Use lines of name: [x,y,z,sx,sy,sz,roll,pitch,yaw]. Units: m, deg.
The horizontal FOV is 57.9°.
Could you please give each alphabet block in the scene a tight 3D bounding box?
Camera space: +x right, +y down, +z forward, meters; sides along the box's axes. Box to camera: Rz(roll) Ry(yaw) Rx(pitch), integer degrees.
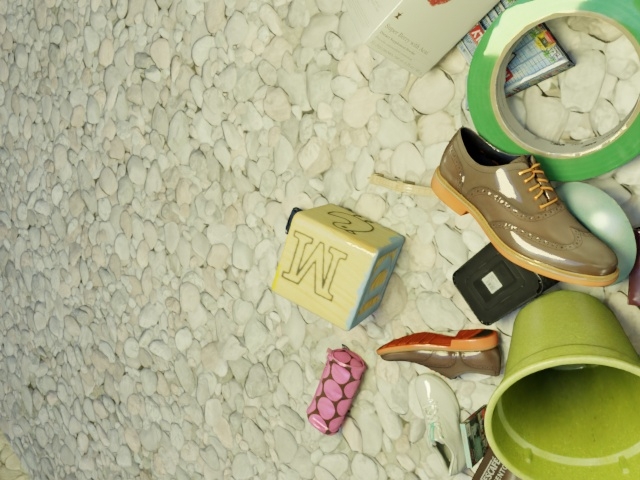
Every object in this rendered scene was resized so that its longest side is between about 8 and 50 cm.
alphabet block: [0.040,0.051,1.254,0.197,0.192,0.193,26,108,19]

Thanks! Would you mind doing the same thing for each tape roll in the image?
tape roll: [0.414,-0.263,0.970,0.321,0.077,0.321,14,119,26]

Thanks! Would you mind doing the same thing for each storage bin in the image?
storage bin: [0.346,0.064,1.075,0.122,0.084,0.180,58,144,16]

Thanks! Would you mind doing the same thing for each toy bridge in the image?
toy bridge: [0.179,-0.115,1.228,0.188,0.063,0.026,17,105,33]

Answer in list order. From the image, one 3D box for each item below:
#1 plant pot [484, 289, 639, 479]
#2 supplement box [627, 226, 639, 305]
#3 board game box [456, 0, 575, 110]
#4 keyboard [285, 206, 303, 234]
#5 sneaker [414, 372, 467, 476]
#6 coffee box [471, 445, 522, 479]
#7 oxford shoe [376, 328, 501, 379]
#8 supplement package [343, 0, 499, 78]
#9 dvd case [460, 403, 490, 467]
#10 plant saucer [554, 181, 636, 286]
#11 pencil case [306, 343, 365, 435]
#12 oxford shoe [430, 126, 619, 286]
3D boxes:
plant pot: [0.413,0.221,0.946,0.276,0.254,0.276,8,120,13]
supplement box: [0.624,0.050,0.910,0.239,0.073,0.130,6,99,35]
board game box: [0.334,-0.344,1.089,0.194,0.060,0.194,-38,73,33]
keyboard: [0.000,0.000,1.395,0.192,0.038,0.100,30,106,21]
sneaker: [0.249,0.386,1.214,0.080,0.094,0.212,-31,76,36]
coffee box: [0.423,0.484,1.092,0.246,0.098,0.141,31,112,30]
oxford shoe: [0.240,0.247,1.207,0.271,0.097,0.098,-10,95,37]
supplement package: [0.207,-0.487,1.066,0.293,0.177,0.175,-42,50,33]
dvd case: [0.314,0.386,1.149,0.013,0.119,0.087,-10,90,37]
plant saucer: [0.444,-0.003,0.998,0.195,0.037,0.195,51,153,38]
pencil case: [0.031,0.358,1.376,0.098,0.095,0.209,18,107,-3]
oxford shoe: [0.336,-0.061,0.958,0.363,0.130,0.133,40,137,31]
